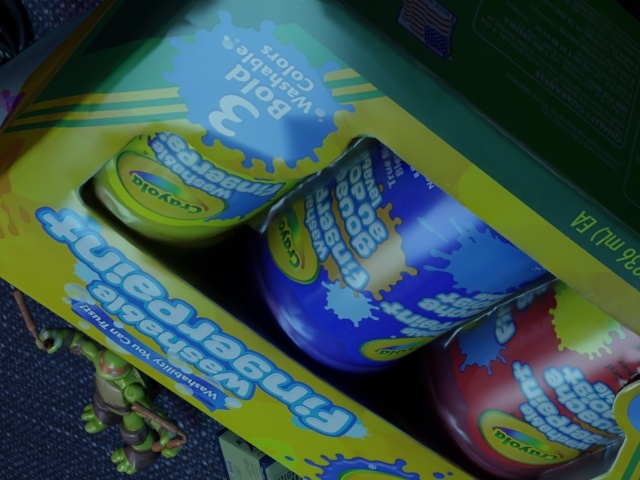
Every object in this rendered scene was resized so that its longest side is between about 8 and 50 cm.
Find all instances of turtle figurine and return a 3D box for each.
[{"bbox_3d":[-0.239,0.165,2.028,0.269,0.087,0.217,36,153,17],"label":"turtle figurine"}]

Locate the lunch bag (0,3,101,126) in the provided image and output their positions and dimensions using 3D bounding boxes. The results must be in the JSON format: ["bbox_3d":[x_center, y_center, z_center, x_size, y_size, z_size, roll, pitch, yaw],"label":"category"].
[{"bbox_3d":[-0.203,-0.072,1.569,0.223,0.262,0.160,33,143,33],"label":"lunch bag"}]

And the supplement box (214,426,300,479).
[{"bbox_3d":[-0.057,0.236,1.858,0.083,0.056,0.083,23,137,44],"label":"supplement box"}]

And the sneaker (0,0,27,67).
[{"bbox_3d":[-0.349,-0.170,1.840,0.112,0.121,0.299,5,130,30],"label":"sneaker"}]

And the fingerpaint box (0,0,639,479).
[{"bbox_3d":[0.051,-0.004,1.101,0.445,0.163,0.371,36,139,-19],"label":"fingerpaint box"}]

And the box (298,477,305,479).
[{"bbox_3d":[0.089,0.260,1.479,0.167,0.168,0.203,26,172,41],"label":"box"}]
